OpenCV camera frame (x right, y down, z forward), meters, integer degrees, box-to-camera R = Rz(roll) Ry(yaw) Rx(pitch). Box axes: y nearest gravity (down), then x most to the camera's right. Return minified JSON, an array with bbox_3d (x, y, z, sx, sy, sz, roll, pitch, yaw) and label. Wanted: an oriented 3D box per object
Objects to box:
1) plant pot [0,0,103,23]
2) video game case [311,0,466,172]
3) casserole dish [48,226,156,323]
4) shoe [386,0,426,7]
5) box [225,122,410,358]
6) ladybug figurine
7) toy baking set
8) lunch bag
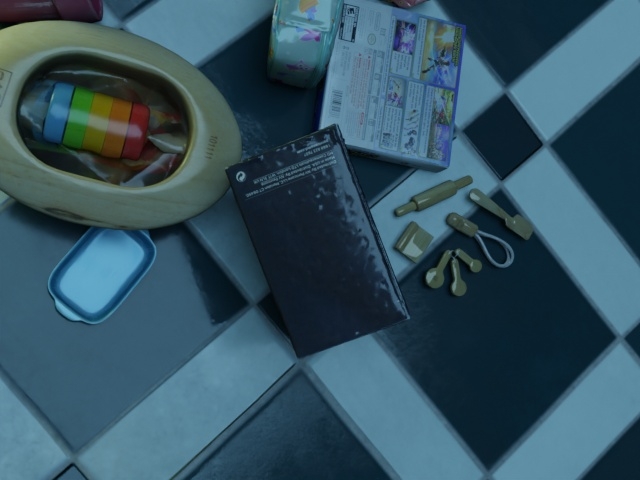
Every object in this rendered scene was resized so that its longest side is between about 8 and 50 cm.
[{"bbox_3d":[-0.450,-0.418,1.411,0.180,0.201,0.201,-13,87,-3],"label":"plant pot"},{"bbox_3d":[0.121,-0.274,1.622,0.244,0.061,0.269,11,80,-14],"label":"video game case"},{"bbox_3d":[-0.345,0.046,1.455,0.114,0.037,0.188,40,73,-8],"label":"casserole dish"},{"bbox_3d":[0.119,-0.452,1.642,0.178,0.063,0.081,-12,118,1],"label":"shoe"},{"bbox_3d":[0.000,0.000,1.407,0.183,0.296,0.294,-22,90,3],"label":"box"},{"bbox_3d":[-0.348,-0.170,1.415,0.449,0.162,0.305,18,79,-14],"label":"ladybug figurine"},{"bbox_3d":[0.251,-0.015,1.648,0.256,0.030,0.196,-29,95,-18],"label":"toy baking set"},{"bbox_3d":[-0.018,-0.399,1.515,0.108,0.224,0.279,11,85,-4],"label":"lunch bag"}]
